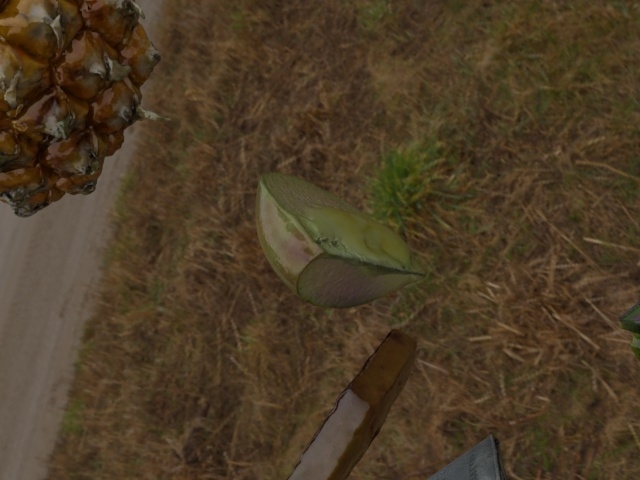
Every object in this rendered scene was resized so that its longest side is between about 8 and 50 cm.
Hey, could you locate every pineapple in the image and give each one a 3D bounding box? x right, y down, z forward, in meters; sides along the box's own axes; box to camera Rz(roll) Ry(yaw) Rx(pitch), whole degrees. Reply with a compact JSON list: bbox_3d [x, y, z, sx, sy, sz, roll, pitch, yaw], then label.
[{"bbox_3d":[-0.281,-0.131,0.649,0.209,0.286,0.344,26,110,20],"label":"pineapple"}]

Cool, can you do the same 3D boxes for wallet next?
[{"bbox_3d":[0.227,0.400,1.292,0.167,0.222,0.036,-39,91,12],"label":"wallet"}]

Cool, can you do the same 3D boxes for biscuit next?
[{"bbox_3d":[-0.008,0.242,0.770,0.046,0.359,0.359,31,93,9],"label":"biscuit"}]

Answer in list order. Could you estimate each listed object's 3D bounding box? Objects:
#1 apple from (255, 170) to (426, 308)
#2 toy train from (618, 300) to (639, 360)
[{"bbox_3d":[0.000,0.000,1.075,0.120,0.265,0.193,-50,57,19],"label":"apple"},{"bbox_3d":[0.528,0.089,1.012,0.296,0.161,0.100,-32,12,-10],"label":"toy train"}]
